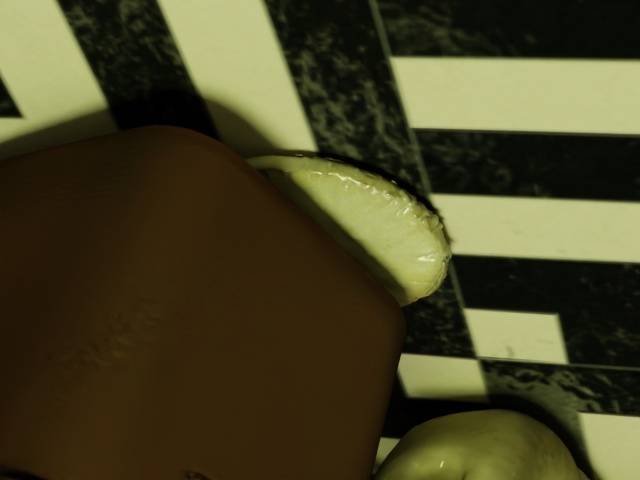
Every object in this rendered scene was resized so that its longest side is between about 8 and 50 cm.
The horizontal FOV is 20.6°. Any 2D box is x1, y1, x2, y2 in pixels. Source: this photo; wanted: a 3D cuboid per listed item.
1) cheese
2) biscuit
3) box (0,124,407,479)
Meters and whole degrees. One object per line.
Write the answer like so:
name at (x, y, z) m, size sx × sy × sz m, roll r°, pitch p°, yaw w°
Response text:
cheese at (0.103, 0.220, 1.127) m, size 0.117 × 0.235 × 0.218 m, roll 9°, pitch -173°, yaw 30°
biscuit at (0.000, 0.000, 0.992) m, size 0.152 × 0.020 × 0.152 m, roll 11°, pitch 146°, yaw 7°
box at (-0.146, 0.103, 0.990) m, size 0.339 × 0.229 × 0.239 m, roll -11°, pitch 140°, yaw 41°
